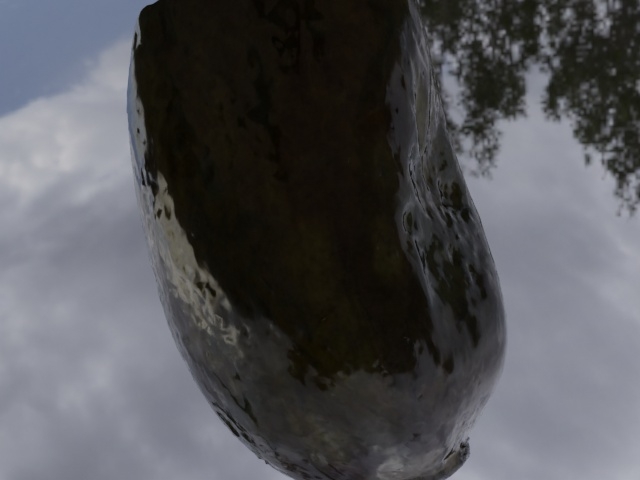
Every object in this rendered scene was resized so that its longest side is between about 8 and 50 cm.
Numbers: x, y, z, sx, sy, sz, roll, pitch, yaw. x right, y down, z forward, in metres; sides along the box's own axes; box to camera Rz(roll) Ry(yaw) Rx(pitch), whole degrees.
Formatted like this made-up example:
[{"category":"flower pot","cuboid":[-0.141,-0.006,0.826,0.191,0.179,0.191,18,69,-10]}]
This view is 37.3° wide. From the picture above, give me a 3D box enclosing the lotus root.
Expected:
[{"category":"lotus root","cuboid":[0.000,0.000,0.656,0.250,0.346,0.250,-16,175,-1]}]
